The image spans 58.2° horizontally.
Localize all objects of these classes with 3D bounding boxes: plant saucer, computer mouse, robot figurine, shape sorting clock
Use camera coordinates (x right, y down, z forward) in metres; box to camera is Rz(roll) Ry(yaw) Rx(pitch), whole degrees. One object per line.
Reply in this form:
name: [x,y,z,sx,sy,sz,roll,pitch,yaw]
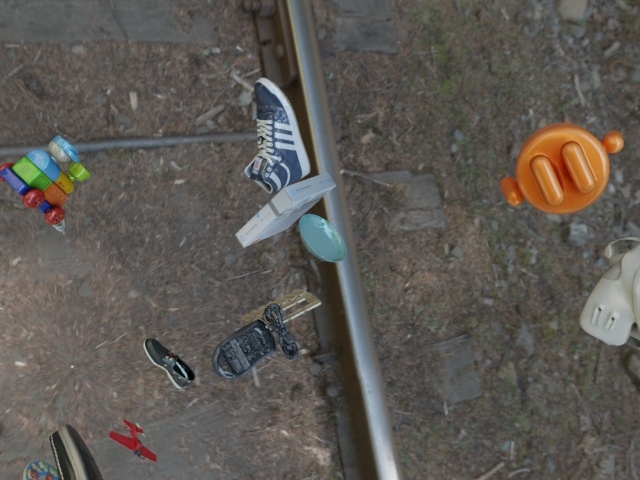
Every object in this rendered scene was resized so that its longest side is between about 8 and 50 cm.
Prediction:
plant saucer: [0.000,0.000,1.153,0.119,0.021,0.119,30,35,-24]
computer mouse: [-0.210,0.324,1.724,0.272,0.072,0.189,-25,92,-33]
robot figurine: [0.359,-0.112,0.867,0.128,0.158,0.219,28,22,12]
shape sorting clock: [-0.738,0.693,1.575,0.040,0.206,0.206,-38,95,-4]

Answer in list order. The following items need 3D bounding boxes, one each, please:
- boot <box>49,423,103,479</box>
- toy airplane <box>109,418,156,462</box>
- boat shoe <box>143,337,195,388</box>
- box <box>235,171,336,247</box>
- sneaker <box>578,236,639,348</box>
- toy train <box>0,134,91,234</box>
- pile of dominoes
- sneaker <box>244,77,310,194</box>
boot: [-0.563,0.592,1.135,0.284,0.138,0.378,-21,74,-15]
toy airplane: [-0.468,0.503,1.451,0.151,0.151,0.028,41,83,-10]
boat shoe: [-0.312,0.249,1.192,0.133,0.042,0.049,53,22,-16]
box: [-0.072,-0.063,1.188,0.145,0.186,0.038,-26,79,-48]
sneaker: [0.426,0.150,0.650,0.137,0.210,0.366,16,74,-37]
toy train: [-0.540,-0.110,1.200,0.105,0.248,0.143,41,76,14]
pile of dominoes: [-0.132,0.246,1.906,0.251,0.196,0.040,-26,109,-12]
sneaker: [-0.133,-0.248,1.433,0.153,0.099,0.282,-38,125,-24]
